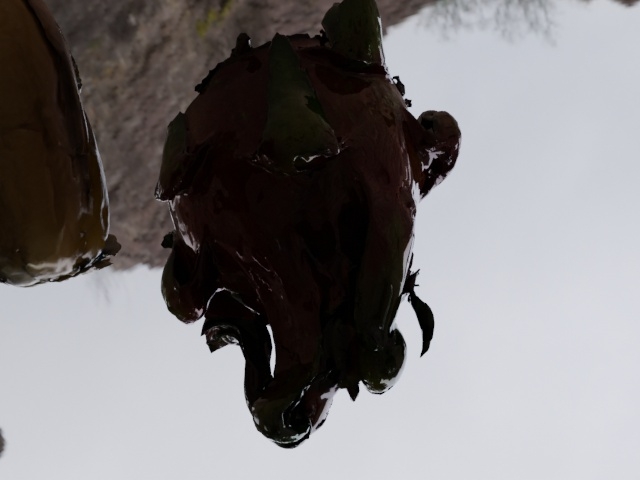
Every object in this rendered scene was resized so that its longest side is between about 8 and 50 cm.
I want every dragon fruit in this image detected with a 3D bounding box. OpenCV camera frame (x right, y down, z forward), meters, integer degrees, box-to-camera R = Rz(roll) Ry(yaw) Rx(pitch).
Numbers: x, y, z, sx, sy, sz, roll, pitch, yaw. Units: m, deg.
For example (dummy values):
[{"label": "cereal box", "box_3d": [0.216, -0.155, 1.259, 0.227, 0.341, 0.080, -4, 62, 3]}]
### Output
[{"label": "dragon fruit", "box_3d": [0.000, 0.000, 0.489, 0.138, 0.142, 0.175, -10, -118, -4]}]

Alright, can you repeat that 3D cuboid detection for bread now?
[{"label": "bread", "box_3d": [-0.104, -0.036, 0.409, 0.053, 0.106, 0.072, -16, -177, 1]}]
